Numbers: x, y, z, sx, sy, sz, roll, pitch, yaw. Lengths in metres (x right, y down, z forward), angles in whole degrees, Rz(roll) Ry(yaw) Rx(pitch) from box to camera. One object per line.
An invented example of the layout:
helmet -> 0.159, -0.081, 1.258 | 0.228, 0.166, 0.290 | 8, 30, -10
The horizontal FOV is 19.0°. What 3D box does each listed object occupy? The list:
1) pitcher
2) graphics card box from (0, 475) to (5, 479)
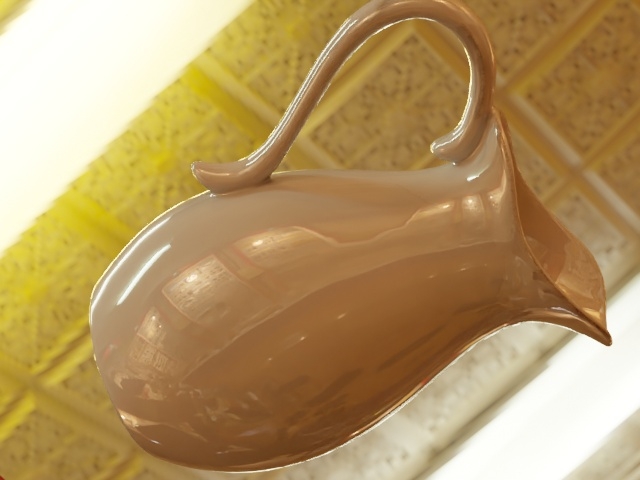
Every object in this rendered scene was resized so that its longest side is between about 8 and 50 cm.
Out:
pitcher -> 0.000, 0.000, 0.825 | 0.207, 0.125, 0.178 | -21, -76, 12
graphics card box -> -0.122, 0.313, 0.987 | 0.233, 0.371, 0.094 | -50, -5, 32
